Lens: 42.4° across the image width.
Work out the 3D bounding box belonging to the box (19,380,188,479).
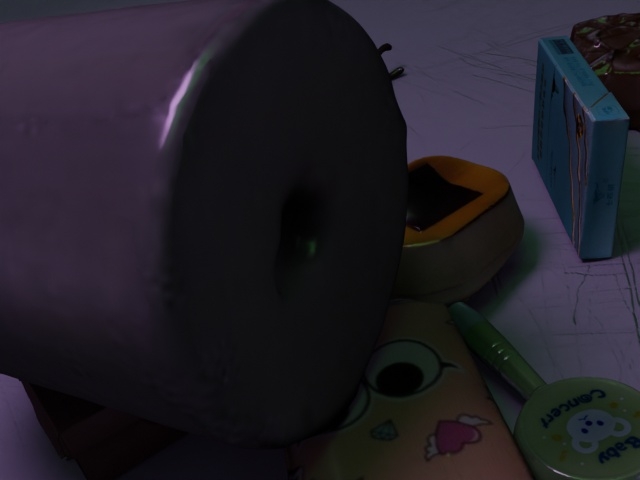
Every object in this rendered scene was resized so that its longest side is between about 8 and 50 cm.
[{"bbox_3d":[-0.184,0.110,0.814,0.215,0.086,0.215,-29,35,-23],"label":"box"}]

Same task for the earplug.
[{"bbox_3d":[-0.166,-0.024,0.662,0.394,0.313,0.313,5,37,31],"label":"earplug"}]

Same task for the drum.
[{"bbox_3d":[0.165,0.136,0.682,0.130,0.049,0.253,-31,37,-26],"label":"drum"}]

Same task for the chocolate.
[{"bbox_3d":[0.407,-0.233,1.115,0.148,0.093,0.214,-4,34,17],"label":"chocolate"}]

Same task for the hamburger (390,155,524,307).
[{"bbox_3d":[0.113,-0.006,0.868,0.173,0.116,0.210,25,44,33],"label":"hamburger"}]

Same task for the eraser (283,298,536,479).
[{"bbox_3d":[0.060,0.166,0.640,0.171,0.087,0.290,-16,32,-1],"label":"eraser"}]

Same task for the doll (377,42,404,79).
[{"bbox_3d":[0.049,-0.261,1.324,0.139,0.057,0.165,14,46,31],"label":"doll"}]

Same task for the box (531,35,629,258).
[{"bbox_3d":[0.278,-0.108,0.907,0.041,0.162,0.229,-5,32,3],"label":"box"}]
